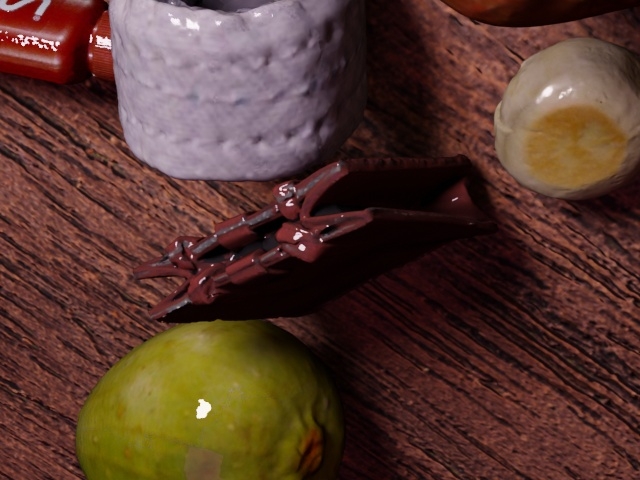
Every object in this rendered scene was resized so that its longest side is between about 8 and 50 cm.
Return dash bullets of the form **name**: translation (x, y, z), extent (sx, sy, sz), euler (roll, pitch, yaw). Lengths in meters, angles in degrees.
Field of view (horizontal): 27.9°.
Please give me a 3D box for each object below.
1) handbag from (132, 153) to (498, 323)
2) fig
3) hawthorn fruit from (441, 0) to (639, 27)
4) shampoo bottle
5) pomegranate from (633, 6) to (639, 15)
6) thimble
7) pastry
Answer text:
- **handbag**: translation (0.001, 0.001, 1.196), extent (0.260, 0.275, 0.084), euler (-24, 79, 29)
- **fig**: translation (-0.131, 0.210, 1.402), extent (0.326, 0.258, 0.258), euler (-8, 123, 43)
- **hawthorn fruit**: translation (0.147, -0.310, 0.842), extent (0.308, 0.325, 0.308), euler (7, 158, 3)
- **shampoo bottle**: translation (-0.302, -0.206, 1.232), extent (0.314, 0.118, 0.076), euler (12, 122, 9)
- **pomegranate**: translation (0.331, -0.241, 0.948), extent (0.248, 0.214, 0.214), euler (-36, 110, 6)
- **thimble**: translation (-0.063, -0.172, 1.106), extent (0.217, 0.245, 0.157), euler (24, 132, 28)
- **pastry**: translation (0.233, -0.104, 1.157), extent (0.156, 0.092, 0.156), euler (8, 133, 8)
